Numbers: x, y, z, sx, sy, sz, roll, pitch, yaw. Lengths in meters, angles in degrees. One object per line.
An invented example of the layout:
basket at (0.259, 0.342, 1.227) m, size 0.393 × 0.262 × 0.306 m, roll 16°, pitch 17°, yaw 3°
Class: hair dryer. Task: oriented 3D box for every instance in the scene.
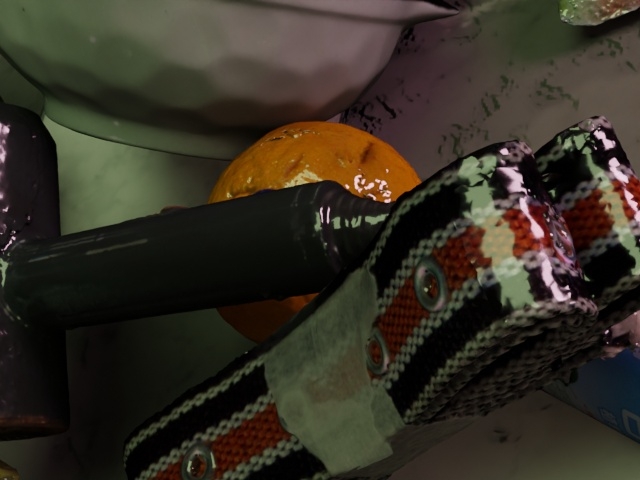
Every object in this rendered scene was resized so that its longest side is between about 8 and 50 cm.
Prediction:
hair dryer at (-0.090, -0.004, 0.898) m, size 0.352 × 0.107 × 0.189 m, roll -11°, pitch 77°, yaw 28°

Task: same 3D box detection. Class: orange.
orange at (0.001, 0.001, 0.951) m, size 0.135 × 0.117 × 0.136 m, roll -11°, pitch 73°, yaw 37°

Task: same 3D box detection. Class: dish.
dish at (-0.083, -0.119, 1.024) m, size 0.303 × 0.303 × 0.120 m, roll 20°, pitch 103°, yaw 38°

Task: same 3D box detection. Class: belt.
belt at (0.017, 0.072, 0.823) m, size 0.359 × 0.126 × 0.094 m, roll -40°, pitch 62°, yaw 37°

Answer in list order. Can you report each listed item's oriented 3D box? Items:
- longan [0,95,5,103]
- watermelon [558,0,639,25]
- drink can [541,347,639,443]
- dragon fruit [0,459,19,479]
longan at (-0.306, -0.047, 1.104) m, size 0.248 × 0.248 × 0.248 m, roll -15°, pitch 53°, yaw 22°
watermelon at (0.208, -0.198, 0.996) m, size 0.180 × 0.081 × 0.094 m, roll -44°, pitch 63°, yaw 19°
drink can at (0.159, 0.049, 0.839) m, size 0.235 × 0.097 × 0.097 m, roll 29°, pitch 77°, yaw 39°
dragon fruit at (-0.230, 0.181, 0.928) m, size 0.166 × 0.172 × 0.160 m, roll 23°, pitch 73°, yaw 40°
